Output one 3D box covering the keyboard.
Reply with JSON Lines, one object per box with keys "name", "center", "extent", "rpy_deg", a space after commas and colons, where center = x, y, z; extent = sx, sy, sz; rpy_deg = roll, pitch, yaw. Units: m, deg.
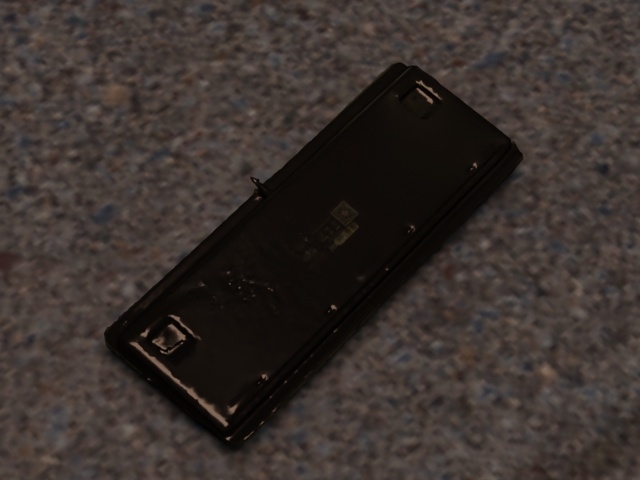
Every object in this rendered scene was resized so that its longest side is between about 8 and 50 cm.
{"name": "keyboard", "center": [0.000, 0.000, 0.872], "extent": [0.093, 0.025, 0.230], "rpy_deg": [39, 62, 15]}
